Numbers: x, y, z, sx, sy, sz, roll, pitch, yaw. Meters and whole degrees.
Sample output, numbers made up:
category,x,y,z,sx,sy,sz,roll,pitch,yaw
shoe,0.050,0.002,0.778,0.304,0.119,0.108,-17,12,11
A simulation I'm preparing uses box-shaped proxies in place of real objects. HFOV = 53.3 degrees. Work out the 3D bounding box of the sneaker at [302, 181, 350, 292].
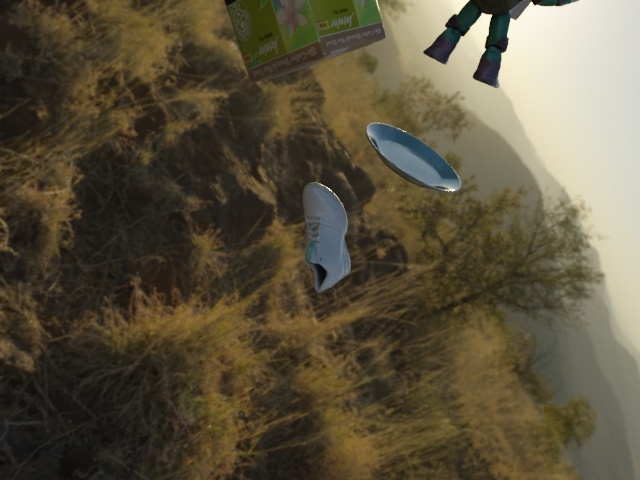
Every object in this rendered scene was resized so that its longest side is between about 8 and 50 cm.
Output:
category,x,y,z,sx,sy,sz,roll,pitch,yaw
sneaker,0.000,0.000,1.179,0.094,0.080,0.212,-41,127,-41

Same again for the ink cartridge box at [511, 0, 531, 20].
category,x,y,z,sx,sy,sz,roll,pitch,yaw
ink cartridge box,0.409,-0.634,1.367,0.272,0.130,0.309,25,53,-13

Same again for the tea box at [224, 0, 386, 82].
category,x,y,z,sx,sy,sz,roll,pitch,yaw
tea box,-0.056,-0.600,1.591,0.220,0.329,0.323,-27,105,-34

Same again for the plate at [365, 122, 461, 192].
category,x,y,z,sx,sy,sz,roll,pitch,yaw
plate,0.152,-0.135,1.075,0.188,0.024,0.188,25,30,-16

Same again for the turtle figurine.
category,x,y,z,sx,sy,sz,roll,pitch,yaw
turtle figurine,0.241,-0.335,0.852,0.175,0.234,0.118,36,20,28
